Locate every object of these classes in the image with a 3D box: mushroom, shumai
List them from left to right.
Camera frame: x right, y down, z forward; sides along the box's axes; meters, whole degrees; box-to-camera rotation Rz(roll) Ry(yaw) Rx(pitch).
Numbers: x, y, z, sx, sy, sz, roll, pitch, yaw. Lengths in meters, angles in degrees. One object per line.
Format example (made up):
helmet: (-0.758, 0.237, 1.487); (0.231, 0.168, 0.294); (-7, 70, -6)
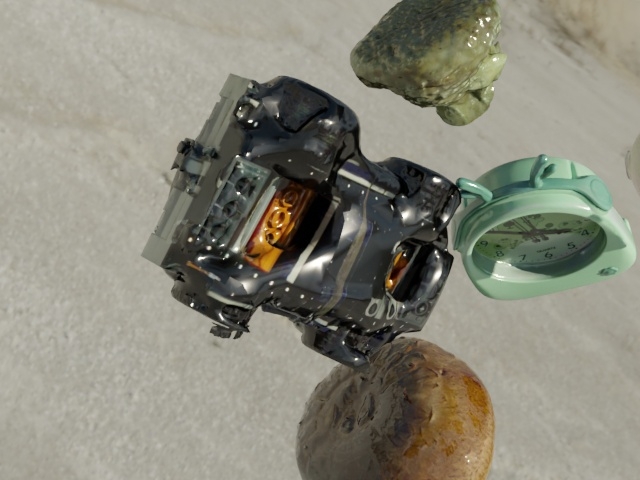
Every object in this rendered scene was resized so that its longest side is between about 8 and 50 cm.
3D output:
mushroom: (0.082, 0.253, 1.115); (0.163, 0.278, 0.297); (24, -12, -31)
shumai: (0.068, -0.092, 0.496); (0.080, 0.083, 0.082); (54, 16, -36)

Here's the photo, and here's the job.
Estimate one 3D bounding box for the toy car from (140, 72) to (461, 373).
toy car: (-0.001, 0.000, 0.731); (0.118, 0.193, 0.301); (24, -2, 42)

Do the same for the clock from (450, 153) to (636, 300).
clock: (0.203, -0.019, 0.846); (0.211, 0.159, 0.066); (48, 34, -50)

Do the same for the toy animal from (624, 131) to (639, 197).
toy animal: (0.571, -0.087, 1.256); (0.212, 0.212, 0.267); (20, 20, -22)
